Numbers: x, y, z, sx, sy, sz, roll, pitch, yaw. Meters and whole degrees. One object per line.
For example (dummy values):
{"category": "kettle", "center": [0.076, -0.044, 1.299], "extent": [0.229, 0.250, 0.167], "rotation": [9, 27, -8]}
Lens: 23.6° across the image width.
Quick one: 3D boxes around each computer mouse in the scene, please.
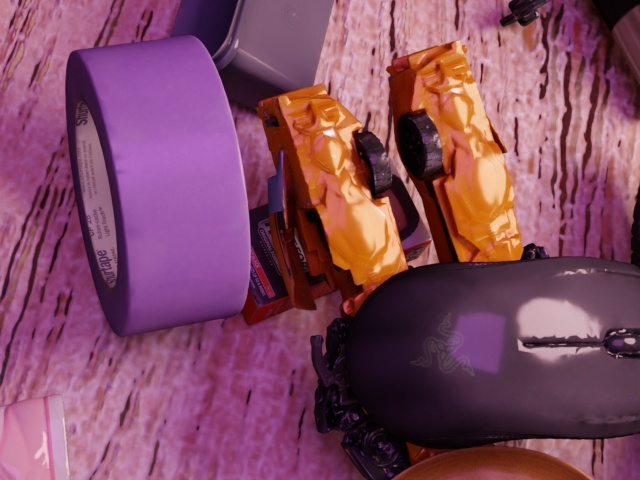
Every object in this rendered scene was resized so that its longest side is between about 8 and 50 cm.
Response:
{"category": "computer mouse", "center": [0.152, 0.059, 0.970], "extent": [0.272, 0.072, 0.189], "rotation": [-6, 83, -15]}

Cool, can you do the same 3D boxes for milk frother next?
{"category": "milk frother", "center": [0.234, -0.158, 1.192], "extent": [0.143, 0.129, 0.135], "rotation": [-32, 74, 22]}

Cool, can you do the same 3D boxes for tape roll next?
{"category": "tape roll", "center": [-0.109, -0.036, 1.002], "extent": [0.080, 0.189, 0.189], "rotation": [-10, 71, -16]}

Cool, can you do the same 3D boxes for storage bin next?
{"category": "storage bin", "center": [-0.050, -0.158, 1.126], "extent": [0.091, 0.098, 0.135], "rotation": [29, 61, -31]}

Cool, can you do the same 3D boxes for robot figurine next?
{"category": "robot figurine", "center": [0.068, 0.024, 1.039], "extent": [0.211, 0.085, 0.291], "rotation": [-19, 97, -20]}

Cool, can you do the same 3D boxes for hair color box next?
{"category": "hair color box", "center": [0.000, 0.000, 1.093], "extent": [0.141, 0.043, 0.072], "rotation": [-22, 75, -20]}

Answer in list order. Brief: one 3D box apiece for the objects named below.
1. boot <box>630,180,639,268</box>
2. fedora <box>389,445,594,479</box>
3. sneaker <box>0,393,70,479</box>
{"category": "boot", "center": [0.352, 0.068, 1.105], "extent": [0.222, 0.118, 0.338], "rotation": [-2, 81, -7]}
{"category": "fedora", "center": [0.103, 0.209, 0.940], "extent": [0.194, 0.079, 0.194], "rotation": [-2, 71, 6]}
{"category": "sneaker", "center": [-0.193, 0.166, 0.980], "extent": [0.070, 0.051, 0.134], "rotation": [-4, 67, -13]}
